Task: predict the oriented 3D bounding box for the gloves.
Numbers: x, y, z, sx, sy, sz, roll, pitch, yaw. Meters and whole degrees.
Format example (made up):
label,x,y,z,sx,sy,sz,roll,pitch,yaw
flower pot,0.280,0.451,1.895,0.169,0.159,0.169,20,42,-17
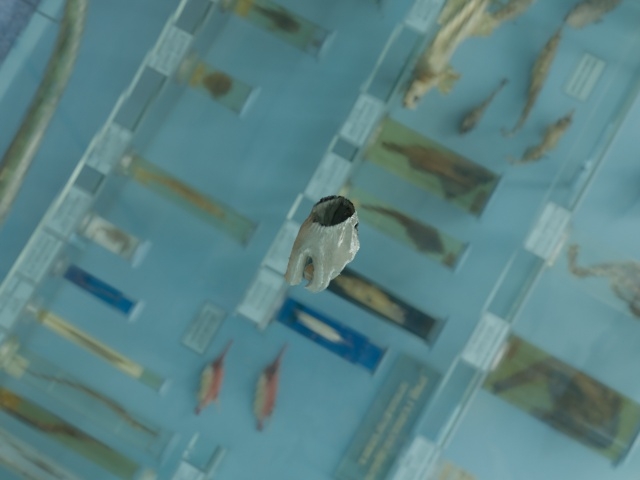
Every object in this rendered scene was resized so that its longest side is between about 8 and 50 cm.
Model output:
label,x,y,z,sx,sy,sz,roll,pitch,yaw
gloves,0.001,0.002,0.646,0.044,0.037,0.081,-17,154,-20
